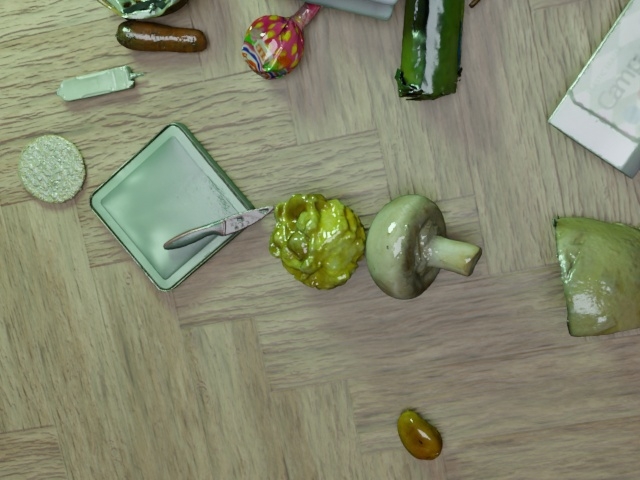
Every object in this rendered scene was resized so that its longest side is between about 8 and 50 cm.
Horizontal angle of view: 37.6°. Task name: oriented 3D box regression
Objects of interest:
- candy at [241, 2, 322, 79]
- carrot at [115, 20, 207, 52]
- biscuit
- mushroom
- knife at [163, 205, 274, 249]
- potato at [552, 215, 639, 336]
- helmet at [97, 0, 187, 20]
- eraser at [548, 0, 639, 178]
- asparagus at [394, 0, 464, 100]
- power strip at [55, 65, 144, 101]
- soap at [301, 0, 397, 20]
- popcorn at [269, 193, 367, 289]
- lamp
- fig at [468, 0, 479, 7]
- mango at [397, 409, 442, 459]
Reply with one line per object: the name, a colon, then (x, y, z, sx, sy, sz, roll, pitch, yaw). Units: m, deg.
candy: (-0.007, -0.465, 1.835, 0.124, 0.124, 0.365, 44, 94, -1)
carrot: (-0.319, -0.407, 1.899, 0.186, 0.060, 0.060, 7, 100, 0)
biscuit: (-0.568, -0.151, 1.992, 0.152, 0.020, 0.152, 1, 99, 6)
mushroom: (0.200, 0.019, 1.809, 0.215, 0.207, 0.207, 13, 101, 25)
knife: (-0.207, -0.023, 1.916, 0.247, 0.018, 0.035, -18, 95, 8)
potato: (0.580, 0.055, 1.778, 0.264, 0.189, 0.211, -5, 98, 9)
helmet: (-0.335, -0.528, 1.845, 0.224, 0.130, 0.198, 7, 99, 19)
eraser: (0.623, -0.332, 1.765, 0.213, 0.082, 0.397, 33, 102, 2)
asparagus: (0.218, -0.456, 1.793, 0.128, 0.108, 0.382, 6, 98, 8)
power strip: (-0.454, -0.324, 1.943, 0.191, 0.030, 0.048, -10, 96, 10)
soap: (-0.011, -0.556, 1.750, 0.346, 0.115, 0.208, 13, 81, -1)
popcorn: (-0.004, 0.001, 1.855, 0.197, 0.155, 0.198, -9, 70, 24)
lamp: (-0.310, -0.068, 1.956, 0.269, 0.047, 0.266, -39, 92, 12)
fig: (0.346, -0.530, 1.763, 0.146, 0.134, 0.201, 22, 117, 17)
mango: (0.205, 0.405, 1.953, 0.080, 0.060, 0.114, -32, 96, 27)
